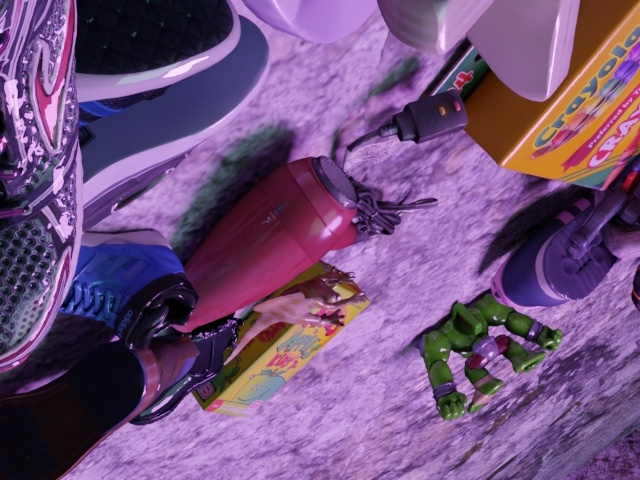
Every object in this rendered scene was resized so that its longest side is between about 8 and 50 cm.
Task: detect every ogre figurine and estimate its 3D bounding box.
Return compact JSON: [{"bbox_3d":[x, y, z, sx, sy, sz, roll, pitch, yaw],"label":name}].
[{"bbox_3d":[0.214,0.142,1.282,0.197,0.118,0.097,-38,158,0],"label":"ogre figurine"}]

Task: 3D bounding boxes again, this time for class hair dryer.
[{"bbox_3d":[0.000,0.000,0.831,0.293,0.080,0.223,-24,155,-17],"label":"hair dryer"}]

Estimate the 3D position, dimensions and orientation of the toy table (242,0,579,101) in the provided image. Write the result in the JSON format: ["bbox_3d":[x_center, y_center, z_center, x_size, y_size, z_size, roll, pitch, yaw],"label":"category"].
[{"bbox_3d":[0.051,-0.192,0.446,0.252,0.161,0.274,-55,154,-19],"label":"toy table"}]

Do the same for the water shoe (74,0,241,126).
[{"bbox_3d":[-0.141,-0.084,0.490,0.203,0.073,0.080,-19,166,-16],"label":"water shoe"}]

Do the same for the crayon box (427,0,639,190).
[{"bbox_3d":[0.254,-0.156,0.917,0.318,0.081,0.202,3,131,-53],"label":"crayon box"}]

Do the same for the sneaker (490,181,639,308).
[{"bbox_3d":[0.342,-0.006,1.270,0.319,0.112,0.131,-25,-179,-38],"label":"sneaker"}]

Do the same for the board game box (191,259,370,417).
[{"bbox_3d":[-0.042,0.101,0.976,0.181,0.043,0.092,-44,153,8],"label":"board game box"}]

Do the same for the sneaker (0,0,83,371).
[{"bbox_3d":[-0.148,-0.067,0.360,0.121,0.112,0.299,-13,126,-21],"label":"sneaker"}]

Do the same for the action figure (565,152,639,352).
[{"bbox_3d":[0.453,-0.043,1.127,0.341,0.178,0.330,-48,146,-10],"label":"action figure"}]

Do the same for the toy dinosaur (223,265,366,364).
[{"bbox_3d":[-0.022,0.056,0.854,0.092,0.053,0.183,-7,162,-33],"label":"toy dinosaur"}]

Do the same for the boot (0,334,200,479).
[{"bbox_3d":[-0.196,0.142,0.796,0.219,0.082,0.106,-30,173,23],"label":"boot"}]

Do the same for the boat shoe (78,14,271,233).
[{"bbox_3d":[-0.128,-0.055,0.601,0.228,0.080,0.076,-40,171,-6],"label":"boat shoe"}]

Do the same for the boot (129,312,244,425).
[{"bbox_3d":[-0.126,0.107,0.879,0.121,0.045,0.099,-30,155,-34],"label":"boot"}]

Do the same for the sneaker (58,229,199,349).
[{"bbox_3d":[-0.155,0.040,0.694,0.152,0.084,0.058,-6,139,-47],"label":"sneaker"}]
